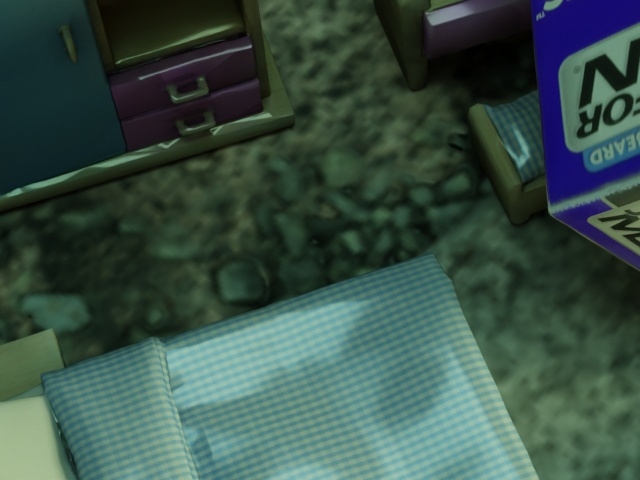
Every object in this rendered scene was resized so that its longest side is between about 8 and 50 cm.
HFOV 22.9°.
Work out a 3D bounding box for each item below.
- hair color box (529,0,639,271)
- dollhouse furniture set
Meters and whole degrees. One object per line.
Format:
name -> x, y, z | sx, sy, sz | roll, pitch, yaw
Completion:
hair color box -> 0.161, -0.140, 0.592 | 0.110, 0.185, 0.338 | -24, 55, 34
dollhouse furniture set -> 0.000, 0.000, 0.527 | 0.286, 0.198, 0.303 | -17, 64, -7
